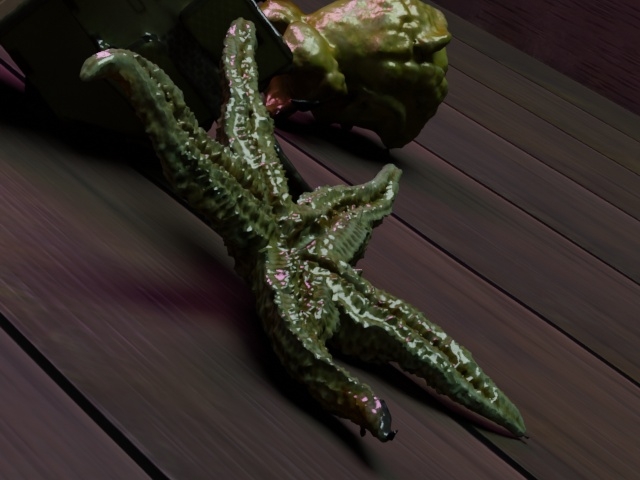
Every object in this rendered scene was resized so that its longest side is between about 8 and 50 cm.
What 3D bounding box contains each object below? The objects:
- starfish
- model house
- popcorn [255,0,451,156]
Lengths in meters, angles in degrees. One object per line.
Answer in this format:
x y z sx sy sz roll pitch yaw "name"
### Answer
-0.001 0.002 1.026 0.347 0.078 0.358 50 17 13 "starfish"
-0.110 -0.126 1.254 0.278 0.205 0.218 51 6 -22 "model house"
0.024 -0.170 1.604 0.195 0.173 0.168 -8 -14 -18 "popcorn"
